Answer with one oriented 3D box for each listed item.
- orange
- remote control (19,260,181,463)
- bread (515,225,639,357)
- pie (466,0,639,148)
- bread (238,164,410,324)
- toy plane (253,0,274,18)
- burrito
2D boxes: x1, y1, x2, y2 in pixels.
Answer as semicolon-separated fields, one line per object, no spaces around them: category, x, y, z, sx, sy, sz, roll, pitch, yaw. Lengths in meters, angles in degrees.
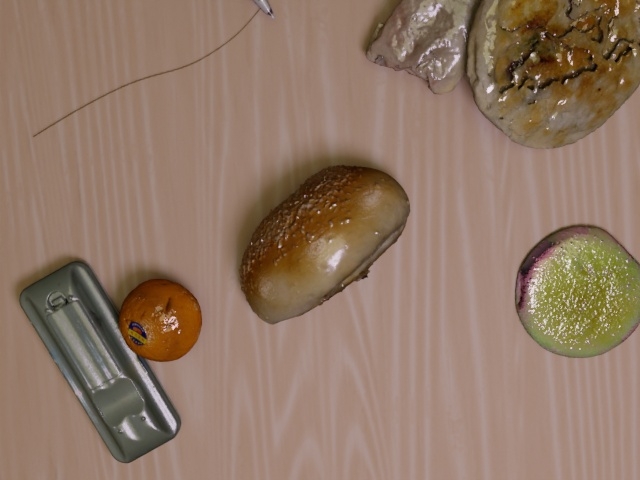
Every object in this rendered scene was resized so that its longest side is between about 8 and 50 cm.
orange;-0.251;0.126;1.324;0.135;0.117;0.136;18;119;36
remote control;-0.359;0.201;1.353;0.128;0.065;0.335;-30;96;-1
bread;0.439;0.088;1.383;0.228;0.033;0.229;0;95;0
pie;0.374;-0.305;1.283;0.339;0.077;0.339;-6;112;-16
bread;-0.002;0.003;1.280;0.314;0.192;0.171;-40;97;2
toy plane;-0.147;-0.447;1.297;0.160;0.082;0.234;-37;111;-8
burrito;0.221;-0.395;1.297;0.175;0.107;0.348;34;96;-18
